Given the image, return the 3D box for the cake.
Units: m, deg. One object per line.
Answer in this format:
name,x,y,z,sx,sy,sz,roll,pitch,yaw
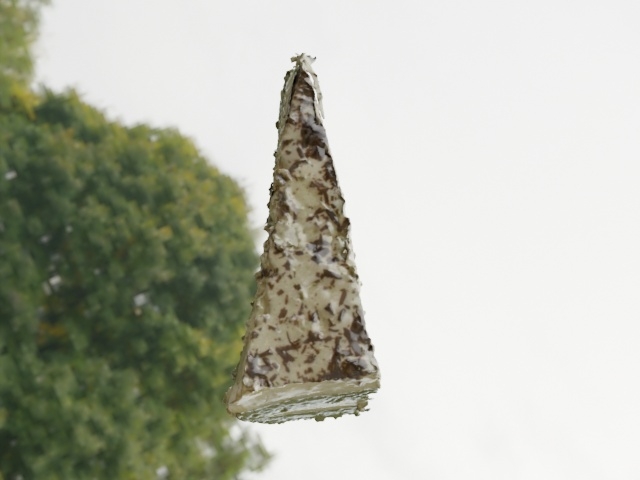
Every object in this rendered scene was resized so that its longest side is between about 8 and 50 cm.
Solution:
cake,0.000,0.000,0.515,0.051,0.055,0.140,104,-6,-70
